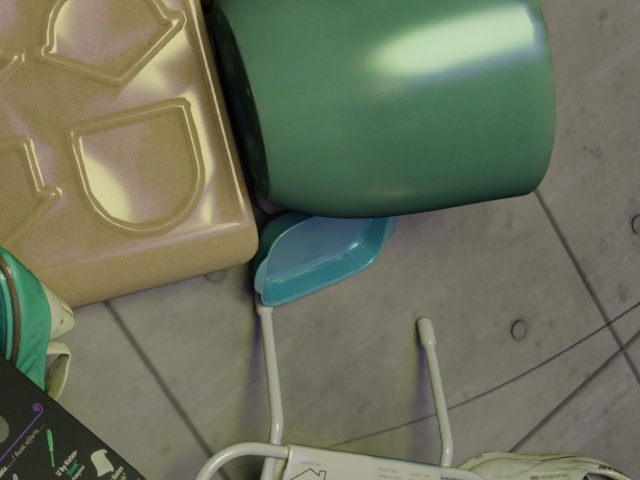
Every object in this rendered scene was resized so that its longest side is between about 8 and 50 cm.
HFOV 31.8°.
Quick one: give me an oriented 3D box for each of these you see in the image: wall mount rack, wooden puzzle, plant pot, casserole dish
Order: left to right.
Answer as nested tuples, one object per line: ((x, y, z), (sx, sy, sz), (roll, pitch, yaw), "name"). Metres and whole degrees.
((-0.249, -0.109, 1.016), (0.322, 0.080, 0.347), (-15, 102, -8), "wooden puzzle")
((0.000, 0.000, 1.160), (0.188, 0.037, 0.114), (-21, 141, -33), "casserole dish")
((0.021, 0.217, 1.159), (0.350, 0.130, 0.304), (13, 88, -26), "wall mount rack")
((0.038, -0.150, 0.999), (0.235, 0.293, 0.293), (-16, 97, -10), "plant pot")

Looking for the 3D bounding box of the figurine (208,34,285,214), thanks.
((-0.006, -0.162, 1.171), (0.215, 0.092, 0.209), (-27, 94, -23), "figurine")

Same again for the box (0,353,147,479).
((-0.308, 0.187, 0.918), (0.270, 0.165, 0.143), (43, 42, -7), "box")

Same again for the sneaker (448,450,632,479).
((0.246, 0.289, 1.281), (0.235, 0.095, 0.090), (-7, 95, -24), "sneaker")

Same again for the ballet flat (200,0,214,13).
((-0.009, -0.415, 1.143), (0.182, 0.164, 0.483), (43, 65, 4), "ballet flat")

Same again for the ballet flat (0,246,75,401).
((-0.263, 0.090, 0.990), (0.087, 0.083, 0.247), (-20, 141, -37), "ballet flat")
